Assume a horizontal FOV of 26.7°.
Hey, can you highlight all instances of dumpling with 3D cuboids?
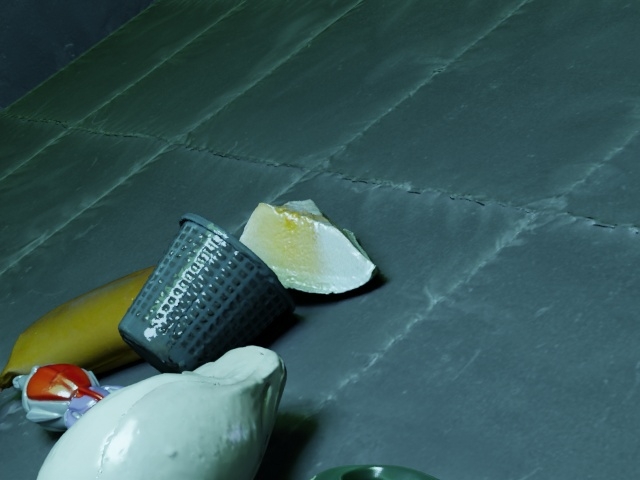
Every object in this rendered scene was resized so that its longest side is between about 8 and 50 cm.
[{"bbox_3d":[-0.188,0.233,1.307,0.260,0.181,0.341,-18,47,47],"label":"dumpling"}]

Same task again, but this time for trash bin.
[{"bbox_3d":[-0.142,0.083,1.572,0.161,0.175,0.175,-51,29,-13],"label":"trash bin"}]

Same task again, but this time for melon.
[{"bbox_3d":[0.002,0.003,1.627,0.202,0.093,0.139,12,18,31],"label":"melon"}]

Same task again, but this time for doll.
[{"bbox_3d":[-0.302,0.191,1.629,0.227,0.075,0.102,8,29,41],"label":"doll"}]

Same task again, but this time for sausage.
[{"bbox_3d":[-0.299,0.123,1.730,0.328,0.112,0.112,-23,25,21],"label":"sausage"}]

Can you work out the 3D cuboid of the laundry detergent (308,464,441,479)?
[{"bbox_3d":[0.029,0.242,1.149,0.144,0.078,0.221,-38,22,-20],"label":"laundry detergent"}]
